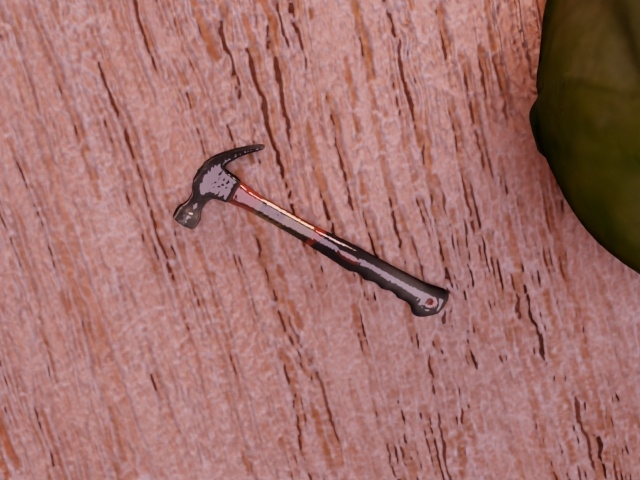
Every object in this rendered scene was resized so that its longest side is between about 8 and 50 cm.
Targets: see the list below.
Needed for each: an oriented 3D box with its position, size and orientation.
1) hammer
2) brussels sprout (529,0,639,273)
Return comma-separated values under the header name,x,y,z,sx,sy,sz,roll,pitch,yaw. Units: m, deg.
name,x,y,z,sx,sy,sz,roll,pitch,yaw
hammer,0.000,0.000,0.862,0.288,0.033,0.111,30,99,-7
brussels sprout,0.358,-0.131,0.695,0.361,0.342,0.425,-30,97,7
